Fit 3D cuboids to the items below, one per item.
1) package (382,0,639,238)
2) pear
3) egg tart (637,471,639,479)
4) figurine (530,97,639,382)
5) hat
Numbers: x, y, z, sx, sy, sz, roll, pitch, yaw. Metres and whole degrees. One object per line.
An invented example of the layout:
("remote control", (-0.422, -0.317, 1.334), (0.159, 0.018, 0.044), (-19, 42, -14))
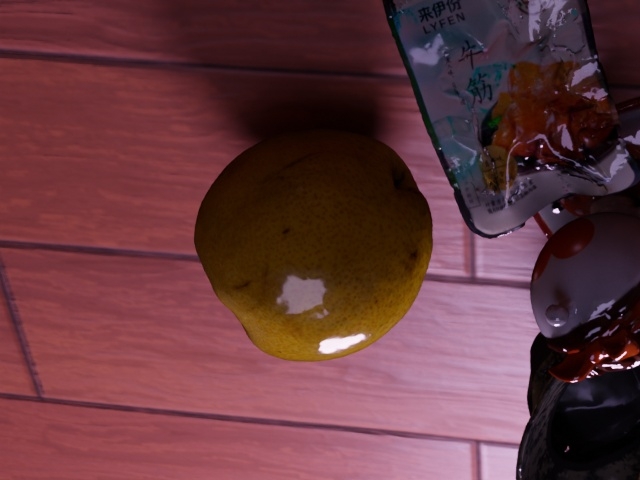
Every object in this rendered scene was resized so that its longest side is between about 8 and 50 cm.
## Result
("package", (0.153, -0.121, 1.229), (0.166, 0.040, 0.232), (-15, 102, 25))
("pear", (0.000, 0.000, 1.340), (0.209, 0.209, 0.209), (8, 136, 8))
("egg tart", (0.420, 0.229, 1.453), (0.279, 0.095, 0.279), (-13, 123, -21))
("figurine", (0.244, 0.022, 1.277), (0.183, 0.226, 0.160), (-18, 126, 30))
("hat", (0.265, 0.141, 1.453), (0.265, 0.128, 0.265), (-14, 125, -21))
